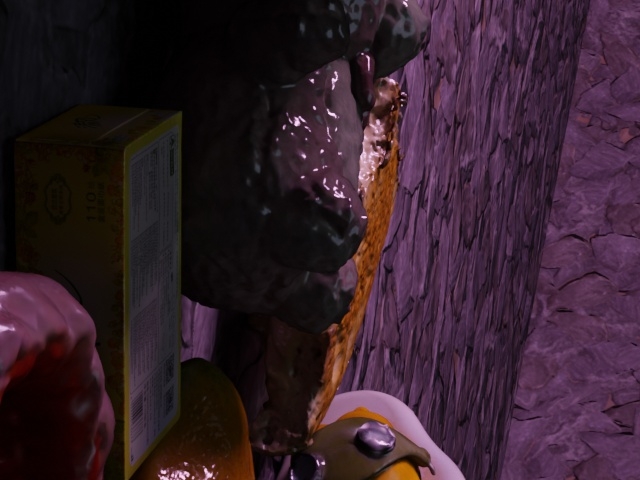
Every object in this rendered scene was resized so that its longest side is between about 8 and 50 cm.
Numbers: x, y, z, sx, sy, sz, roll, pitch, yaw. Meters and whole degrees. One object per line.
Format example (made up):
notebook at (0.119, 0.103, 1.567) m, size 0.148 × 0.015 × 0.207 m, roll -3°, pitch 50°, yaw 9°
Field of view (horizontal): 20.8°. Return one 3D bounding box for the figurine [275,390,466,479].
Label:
figurine at (0.013, 0.164, 1.307) m, size 0.250 × 0.166 × 0.141 m, roll -112°, pitch 179°, yaw -53°

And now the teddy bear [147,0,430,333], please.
teddy bear at (-0.025, -0.085, 1.025) m, size 0.236 × 0.151 × 0.267 m, roll 101°, pitch 5°, yaw -64°

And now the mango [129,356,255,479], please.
mango at (-0.084, 0.158, 1.027) m, size 0.115 × 0.089 × 0.165 m, roll 65°, pitch 29°, yaw -46°

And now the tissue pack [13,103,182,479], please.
tissue pack at (-0.113, 0.024, 0.897) m, size 0.095 × 0.062 × 0.176 m, roll -50°, pitch 143°, yaw -69°

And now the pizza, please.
pizza at (0.000, 0.000, 1.276) m, size 0.323 × 0.089 × 0.223 m, roll -69°, pitch 167°, yaw -51°

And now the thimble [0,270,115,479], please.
thimble at (-0.156, 0.100, 0.634) m, size 0.163 × 0.125 × 0.190 m, roll 56°, pitch 42°, yaw -67°
